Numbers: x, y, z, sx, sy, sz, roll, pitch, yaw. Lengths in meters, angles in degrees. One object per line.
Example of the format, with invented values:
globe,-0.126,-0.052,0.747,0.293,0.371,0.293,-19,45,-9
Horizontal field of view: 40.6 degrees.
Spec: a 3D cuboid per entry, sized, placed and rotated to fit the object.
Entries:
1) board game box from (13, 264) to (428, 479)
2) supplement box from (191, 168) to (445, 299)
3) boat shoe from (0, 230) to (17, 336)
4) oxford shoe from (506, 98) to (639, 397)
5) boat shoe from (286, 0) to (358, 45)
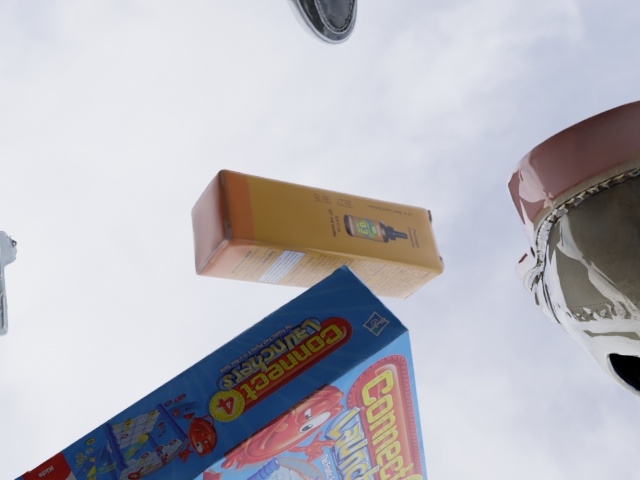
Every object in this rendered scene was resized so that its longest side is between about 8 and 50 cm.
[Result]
board game box,-0.055,0.214,0.753,0.302,0.308,0.086,-33,-128,-15
supplement box,0.000,0.000,0.818,0.080,0.233,0.078,-48,-138,47
boat shoe,-0.447,0.023,1.148,0.079,0.081,0.227,9,-81,49
oxford shoe,0.214,0.048,0.581,0.141,0.397,0.146,-24,-112,17
boat shoe,0.009,-0.413,1.200,0.113,0.306,0.105,-20,-148,-21
